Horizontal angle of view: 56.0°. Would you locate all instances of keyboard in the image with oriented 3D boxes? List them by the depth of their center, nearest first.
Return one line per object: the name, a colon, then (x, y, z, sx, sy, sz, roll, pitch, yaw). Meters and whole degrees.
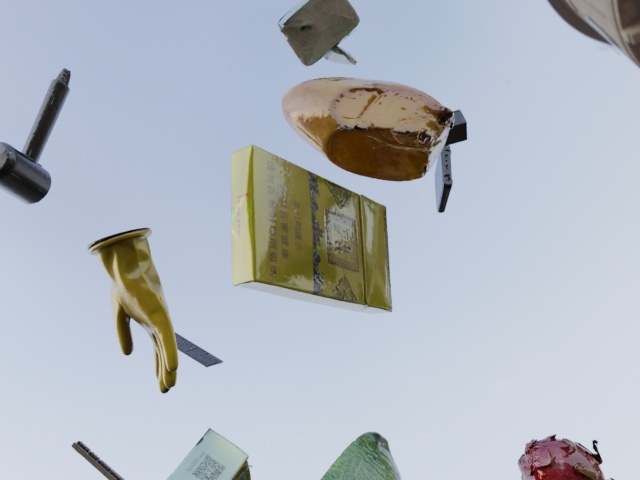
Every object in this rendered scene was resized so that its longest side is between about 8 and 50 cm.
keyboard: (-0.396, 0.431, 1.125, 0.166, 0.017, 0.055, 40, -19, 3)
keyboard: (-0.310, 0.233, 1.352, 0.063, 0.198, 0.010, 2, -69, -65)

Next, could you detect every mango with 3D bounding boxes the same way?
mango: (0.060, -0.169, 0.871, 0.251, 0.154, 0.126, 17, -41, 10)

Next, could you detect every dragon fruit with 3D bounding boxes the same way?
dragon fruit: (0.408, 0.396, 0.996, 0.165, 0.133, 0.136, 30, -42, -18)

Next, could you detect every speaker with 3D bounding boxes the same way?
speaker: (0.164, -0.183, 1.079, 0.190, 0.040, 0.046, -15, -41, 2)

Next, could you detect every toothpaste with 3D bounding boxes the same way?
toothpaste: (-0.129, 0.358, 0.772, 0.071, 0.089, 0.313, 25, -39, 21)

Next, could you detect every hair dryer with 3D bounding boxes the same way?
hair dryer: (-0.481, -0.193, 1.020, 0.070, 0.248, 0.114, 14, -15, 16)

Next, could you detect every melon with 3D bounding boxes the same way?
melon: (0.054, 0.452, 1.013, 0.196, 0.323, 0.124, 42, -40, -7)

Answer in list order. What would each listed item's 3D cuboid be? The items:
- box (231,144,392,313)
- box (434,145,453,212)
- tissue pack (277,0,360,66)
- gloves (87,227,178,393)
box: (-0.001, 0.000, 0.736, 0.040, 0.153, 0.278, -15, -21, 35)
box: (0.292, -0.143, 1.428, 0.026, 0.126, 0.125, 1, -31, 3)
tissue pack: (0.006, -0.442, 1.283, 0.148, 0.209, 0.156, -36, -68, 8)
gloves: (-0.318, 0.133, 1.086, 0.116, 0.295, 0.133, -18, -2, -19)
